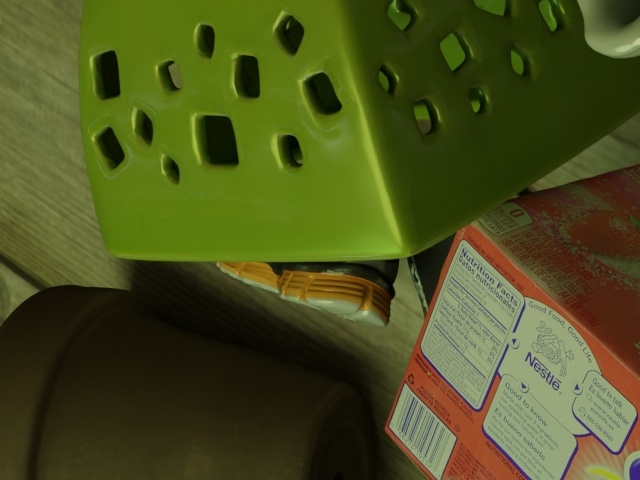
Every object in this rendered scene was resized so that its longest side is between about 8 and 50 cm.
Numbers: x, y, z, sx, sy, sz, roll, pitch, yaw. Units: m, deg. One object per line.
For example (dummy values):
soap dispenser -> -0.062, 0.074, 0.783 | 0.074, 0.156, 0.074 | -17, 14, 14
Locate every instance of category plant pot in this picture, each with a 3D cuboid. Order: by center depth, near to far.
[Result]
plant pot -> 0.005, -0.124, 0.913 | 0.227, 0.228, 0.207 | 0, 114, 44
plant pot -> -0.091, 0.167, 1.231 | 0.229, 0.263, 0.263 | 3, 123, 22

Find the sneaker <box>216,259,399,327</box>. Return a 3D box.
sneaker -> 0.000, 0.000, 1.107 | 0.084, 0.083, 0.215 | 16, 179, -23

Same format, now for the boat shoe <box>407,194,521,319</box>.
boat shoe -> 0.114, 0.092, 1.074 | 0.103, 0.092, 0.285 | -2, 117, 48

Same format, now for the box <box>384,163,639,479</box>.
box -> 0.189, 0.114, 0.857 | 0.300, 0.142, 0.154 | 44, 134, 33

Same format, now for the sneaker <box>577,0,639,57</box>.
sneaker -> 0.125, -0.224, 0.772 | 0.114, 0.152, 0.305 | -3, 116, 47
